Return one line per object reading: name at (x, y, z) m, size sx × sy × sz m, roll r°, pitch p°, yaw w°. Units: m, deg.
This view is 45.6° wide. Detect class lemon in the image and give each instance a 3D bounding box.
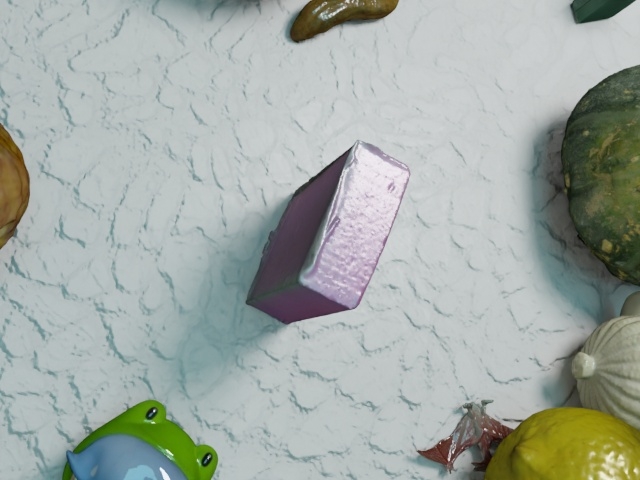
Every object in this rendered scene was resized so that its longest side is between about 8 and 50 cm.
lemon at (0.339, 0.344, 0.985) m, size 0.267 × 0.267 × 0.268 m, roll 3°, pitch 80°, yaw -18°

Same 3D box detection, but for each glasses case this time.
glasses case at (0.480, -0.402, 1.190) m, size 0.077 × 0.184 × 0.040 m, roll -14°, pitch 83°, yaw -20°

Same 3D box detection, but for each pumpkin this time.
pumpkin at (0.499, -0.086, 1.103) m, size 0.291 × 0.257 × 0.328 m, roll 8°, pitch 76°, yaw -5°

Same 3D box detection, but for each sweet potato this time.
sweet potato at (0.038, -0.338, 1.103) m, size 0.182 × 0.053 × 0.054 m, roll -20°, pitch 82°, yaw -20°

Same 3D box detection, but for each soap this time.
soap at (0.002, 0.001, 0.923) m, size 0.081 × 0.259 × 0.181 m, roll 26°, pitch 73°, yaw -13°

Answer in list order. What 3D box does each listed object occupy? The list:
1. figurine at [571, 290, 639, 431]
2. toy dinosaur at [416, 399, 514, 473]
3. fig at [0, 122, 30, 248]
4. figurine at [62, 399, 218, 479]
figurine at (0.523, 0.226, 1.068) m, size 0.332 × 0.185 × 0.204 m, roll 33°, pitch 37°, yaw 16°
toy dinosaur at (0.230, 0.280, 1.074) m, size 0.220 × 0.032 × 0.108 m, roll -2°, pitch 79°, yaw -21°
fig at (-0.495, -0.017, 0.785) m, size 0.286 × 0.286 × 0.369 m, roll 36°, pitch 95°, yaw -9°
figurine at (-0.241, 0.310, 0.863) m, size 0.162 × 0.143 × 0.263 m, roll 42°, pitch 88°, yaw -1°
